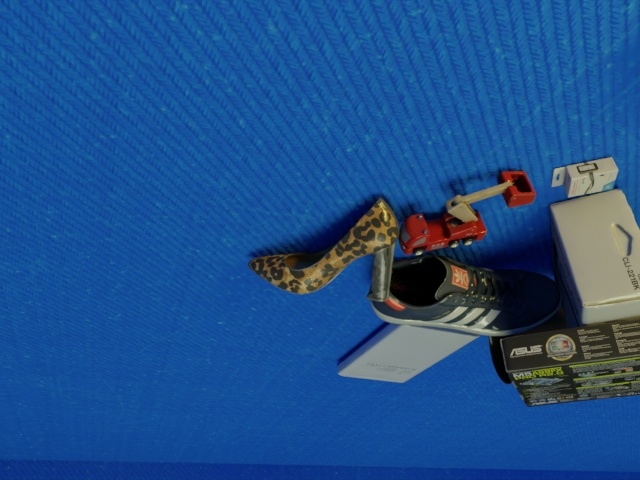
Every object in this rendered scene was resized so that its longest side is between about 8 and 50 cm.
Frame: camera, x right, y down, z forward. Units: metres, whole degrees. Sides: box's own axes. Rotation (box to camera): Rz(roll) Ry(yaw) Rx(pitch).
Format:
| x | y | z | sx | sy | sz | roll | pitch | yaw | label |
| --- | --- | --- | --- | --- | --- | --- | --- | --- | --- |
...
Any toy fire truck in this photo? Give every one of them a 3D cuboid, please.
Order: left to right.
| x | y | z | sx | sy | sz | roll | pitch | yaw | label |
| --- | --- | --- | --- | --- | --- | --- | --- | --- | --- |
| 0.223 | -0.040 | 0.842 | 0.192 | 0.047 | 0.135 | -11 | 151 | -6 | toy fire truck |

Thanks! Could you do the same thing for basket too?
| x | y | z | sx | sy | sz | roll | pitch | yaw | label |
| --- | --- | --- | --- | --- | --- | --- | --- | --- | --- |
| 0.515 | 0.223 | 1.188 | 0.227 | 0.154 | 0.204 | -8 | 147 | 0 | basket |

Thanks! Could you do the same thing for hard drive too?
| x | y | z | sx | sy | sz | roll | pitch | yaw | label |
| --- | --- | --- | --- | --- | --- | --- | --- | --- | --- |
| 0.206 | 0.271 | 1.317 | 0.211 | 0.040 | 0.318 | 12 | 143 | -22 | hard drive |

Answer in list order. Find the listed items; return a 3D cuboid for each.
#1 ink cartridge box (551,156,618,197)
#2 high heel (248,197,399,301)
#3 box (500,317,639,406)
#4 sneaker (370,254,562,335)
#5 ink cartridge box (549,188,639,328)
| x | y | z | sx | sy | sz | roll | pitch | yaw | label |
| --- | --- | --- | --- | --- | --- | --- | --- | --- | --- |
| 0.402 | -0.094 | 0.815 | 0.084 | 0.028 | 0.048 | -11 | 145 | 11 | ink cartridge box |
| 0.000 | 0.000 | 0.904 | 0.262 | 0.093 | 0.186 | 7 | 120 | 11 | high heel |
| 0.460 | 0.207 | 0.887 | 0.270 | 0.060 | 0.216 | -15 | 143 | 23 | box |
| 0.264 | 0.089 | 0.967 | 0.351 | 0.131 | 0.148 | -3 | 148 | 5 | sneaker |
| 0.479 | 0.073 | 0.917 | 0.114 | 0.196 | 0.272 | -13 | 144 | 17 | ink cartridge box |
